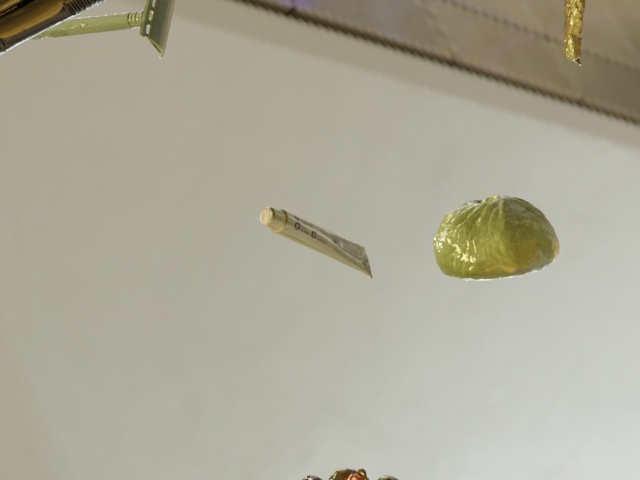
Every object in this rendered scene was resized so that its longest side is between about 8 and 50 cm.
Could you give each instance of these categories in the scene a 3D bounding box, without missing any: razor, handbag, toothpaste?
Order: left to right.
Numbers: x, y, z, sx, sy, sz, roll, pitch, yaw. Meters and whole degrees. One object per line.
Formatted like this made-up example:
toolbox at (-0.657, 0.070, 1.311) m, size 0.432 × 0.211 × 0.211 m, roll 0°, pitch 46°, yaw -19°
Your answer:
handbag at (-0.397, -0.357, 2.073) m, size 0.088 × 0.275 × 0.244 m, roll 54°, pitch -170°, yaw -46°
razor at (-0.329, -0.319, 2.343) m, size 0.068 × 0.232 × 0.106 m, roll 52°, pitch -139°, yaw -54°
toothpaste at (0.000, 0.000, 2.101) m, size 0.218 × 0.033 × 0.052 m, roll 24°, pitch -138°, yaw -46°

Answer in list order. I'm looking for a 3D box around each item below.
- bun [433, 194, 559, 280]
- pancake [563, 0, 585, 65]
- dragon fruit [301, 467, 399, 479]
bun at (0.262, -0.008, 2.369) m, size 0.195 × 0.195 × 0.118 m, roll -15°, pitch -82°, yaw -59°
pancake at (0.303, -0.302, 1.791) m, size 0.057 × 0.266 × 0.244 m, roll 6°, pitch -107°, yaw 2°
dragon fruit at (0.045, 0.404, 1.949) m, size 0.303 × 0.231 × 0.237 m, roll 32°, pitch -115°, yaw -35°
